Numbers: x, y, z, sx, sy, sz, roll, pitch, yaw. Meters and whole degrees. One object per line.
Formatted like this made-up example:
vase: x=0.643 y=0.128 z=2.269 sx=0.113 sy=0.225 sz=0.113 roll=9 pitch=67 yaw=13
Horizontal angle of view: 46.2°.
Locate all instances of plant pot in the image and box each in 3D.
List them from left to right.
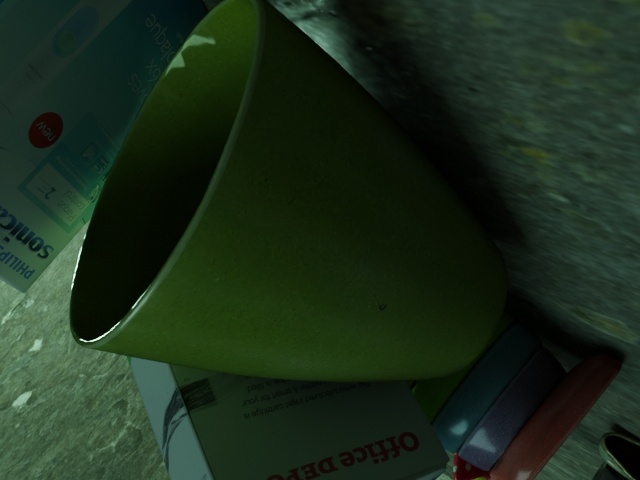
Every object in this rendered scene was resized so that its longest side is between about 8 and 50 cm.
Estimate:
plant pot: x=0.000 y=0.000 z=0.600 sx=0.294 sy=0.274 sz=0.275 roll=25 pitch=174 yaw=-27

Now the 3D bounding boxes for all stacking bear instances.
stacking bear: x=0.131 y=0.113 z=0.788 sx=0.289 sy=0.164 sz=0.175 roll=39 pitch=167 yaw=21

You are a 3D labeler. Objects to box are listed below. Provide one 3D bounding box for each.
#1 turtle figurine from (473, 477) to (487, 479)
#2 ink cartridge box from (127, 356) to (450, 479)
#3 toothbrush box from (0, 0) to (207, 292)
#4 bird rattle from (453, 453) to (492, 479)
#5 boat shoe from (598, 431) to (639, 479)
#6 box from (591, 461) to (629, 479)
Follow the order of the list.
turtle figurine: x=0.230 y=0.285 z=1.010 sx=0.270 sy=0.087 sz=0.217 roll=29 pitch=-157 yaw=20
ink cartridge box: x=-0.050 y=0.134 z=0.703 sx=0.289 sy=0.211 sz=0.121 roll=61 pitch=144 yaw=31
toothbrush box: x=-0.240 y=-0.135 z=0.622 sx=0.126 sy=0.295 sz=0.216 roll=33 pitch=165 yaw=24
bird rattle: x=0.185 y=0.189 z=0.953 sx=0.254 sy=0.143 sz=0.207 roll=31 pitch=-166 yaw=33
boat shoe: x=0.374 y=0.263 z=0.843 sx=0.135 sy=0.050 sz=0.045 roll=30 pitch=169 yaw=33
box: x=0.444 y=0.418 z=0.873 sx=0.322 sy=0.058 sz=0.232 roll=35 pitch=-153 yaw=20
